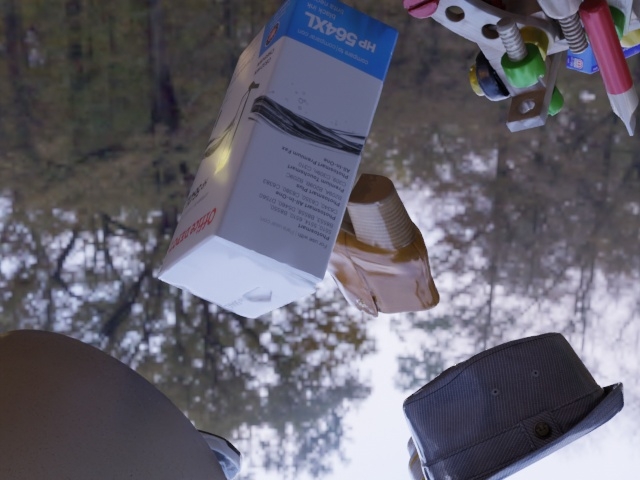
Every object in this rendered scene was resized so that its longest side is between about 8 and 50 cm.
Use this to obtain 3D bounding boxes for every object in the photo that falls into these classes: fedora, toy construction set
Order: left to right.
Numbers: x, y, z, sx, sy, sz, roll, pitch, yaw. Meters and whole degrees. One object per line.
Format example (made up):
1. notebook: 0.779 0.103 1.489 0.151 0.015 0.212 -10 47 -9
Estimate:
1. fedora: 0.188 0.184 1.187 0.275 0.124 0.244 -27 172 1
2. toy construction set: 0.238 -0.197 1.061 0.257 0.237 0.309 -23 -142 12

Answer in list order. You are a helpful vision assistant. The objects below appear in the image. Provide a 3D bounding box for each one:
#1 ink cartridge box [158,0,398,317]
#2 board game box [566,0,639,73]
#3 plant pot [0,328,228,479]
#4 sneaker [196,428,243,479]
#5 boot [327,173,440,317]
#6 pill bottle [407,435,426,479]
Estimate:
1. ink cartridge box: -0.033 -0.059 0.801 0.086 0.203 0.148 24 158 -16
2. board game box: 0.411 -0.354 1.510 0.160 0.210 0.047 -26 -144 -33
3. plant pot: -0.237 0.244 0.900 0.284 0.284 0.191 9 -142 27
4. sneaker: -0.232 0.367 1.651 0.124 0.178 0.295 -12 148 35
5. boot: 0.001 -0.001 1.377 0.295 0.211 0.104 13 -130 34
6. pill bottle: 0.208 0.402 1.850 0.103 0.103 0.184 -3 -150 -13
